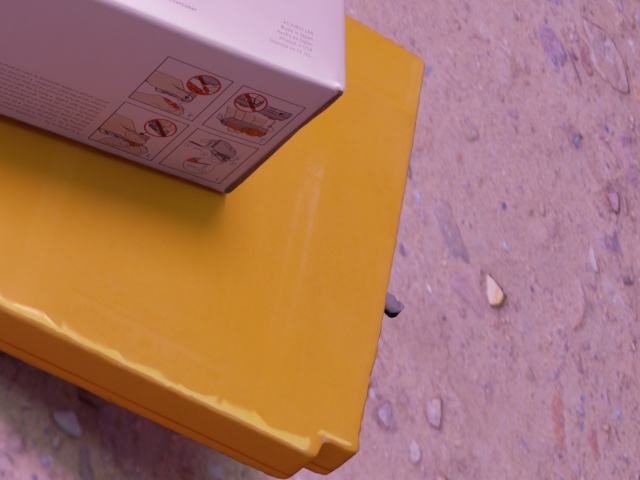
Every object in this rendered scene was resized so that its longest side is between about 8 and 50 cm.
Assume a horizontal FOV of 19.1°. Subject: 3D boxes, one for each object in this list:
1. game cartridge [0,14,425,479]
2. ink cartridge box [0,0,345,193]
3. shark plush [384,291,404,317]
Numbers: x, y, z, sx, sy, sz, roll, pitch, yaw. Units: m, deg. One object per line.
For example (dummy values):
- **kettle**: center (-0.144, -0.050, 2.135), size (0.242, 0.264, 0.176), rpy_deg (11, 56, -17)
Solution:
- **game cartridge**: center (-0.083, -0.045, 1.111), size (0.285, 0.052, 0.324), rpy_deg (28, 51, -20)
- **ink cartridge box**: center (-0.145, -0.209, 1.039), size (0.309, 0.130, 0.272), rpy_deg (20, 54, -27)
- **shark plush**: center (0.000, 0.000, 1.253), size (0.161, 0.067, 0.073), rpy_deg (56, 35, -17)
